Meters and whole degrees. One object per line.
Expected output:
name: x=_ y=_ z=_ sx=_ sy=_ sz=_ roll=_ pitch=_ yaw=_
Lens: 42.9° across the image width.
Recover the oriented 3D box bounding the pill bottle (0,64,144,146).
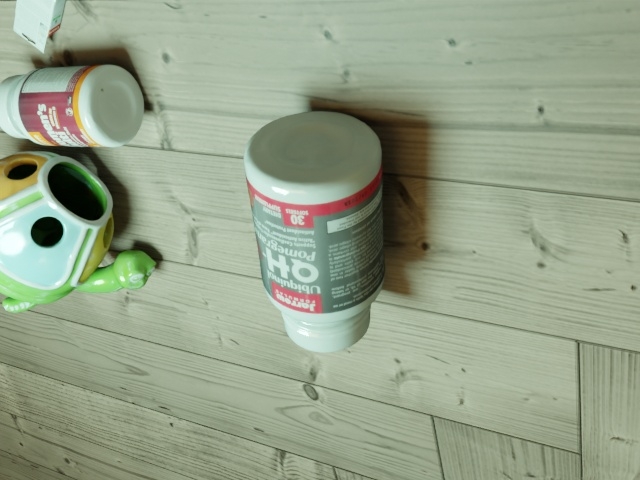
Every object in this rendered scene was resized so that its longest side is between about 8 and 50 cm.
pill bottle: x=-0.388 y=-0.204 z=1.242 sx=0.221 sy=0.121 sz=0.121 roll=5 pitch=130 yaw=32

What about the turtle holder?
turtle holder: x=-0.458 y=-0.006 z=1.391 sx=0.227 sy=0.243 sz=0.320 roll=-31 pitch=98 yaw=30

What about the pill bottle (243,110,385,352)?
pill bottle: x=0.000 y=0.000 z=1.113 sx=0.176 sy=0.176 sz=0.318 roll=16 pitch=135 yaw=23

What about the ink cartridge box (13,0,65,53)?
ink cartridge box: x=-0.418 y=-0.339 z=1.208 sx=0.063 sy=0.029 sz=0.115 roll=37 pitch=141 yaw=-1
